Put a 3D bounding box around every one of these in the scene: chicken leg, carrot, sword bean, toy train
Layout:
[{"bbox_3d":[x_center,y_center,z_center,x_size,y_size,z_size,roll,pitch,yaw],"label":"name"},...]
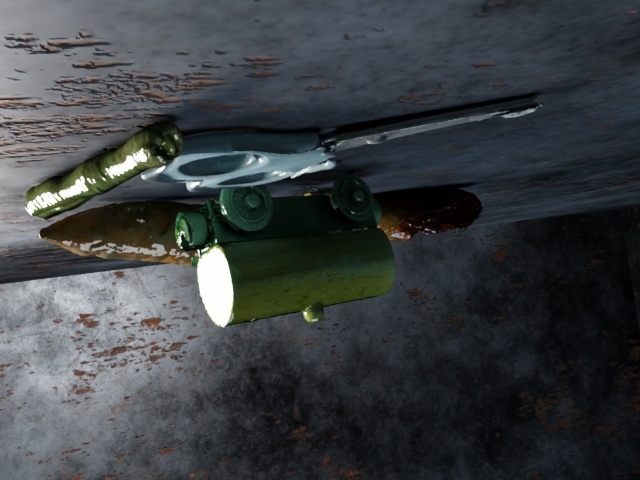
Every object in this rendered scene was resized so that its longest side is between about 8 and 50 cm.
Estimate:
[{"bbox_3d":[0.150,-0.054,1.156,0.322,0.083,0.177,-10,-168,-10],"label":"chicken leg"},{"bbox_3d":[-0.244,-0.008,0.814,0.263,0.102,0.101,-1,173,-42],"label":"carrot"},{"bbox_3d":[-0.198,-0.058,0.534,0.269,0.038,0.043,-11,-159,46],"label":"sword bean"},{"bbox_3d":[-0.037,0.013,0.779,0.307,0.190,0.126,-7,175,-37],"label":"toy train"}]

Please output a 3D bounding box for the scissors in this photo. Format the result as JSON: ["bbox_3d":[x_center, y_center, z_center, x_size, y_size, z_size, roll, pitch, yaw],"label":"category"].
[{"bbox_3d":[0.022,-0.088,0.559,0.359,0.030,0.191,-8,176,10],"label":"scissors"}]

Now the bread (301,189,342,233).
[{"bbox_3d":[-0.046,-0.025,1.037,0.087,0.098,0.269,36,158,-20],"label":"bread"}]
